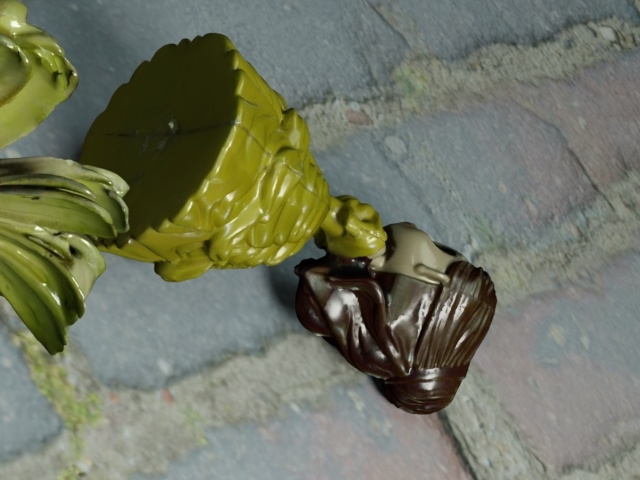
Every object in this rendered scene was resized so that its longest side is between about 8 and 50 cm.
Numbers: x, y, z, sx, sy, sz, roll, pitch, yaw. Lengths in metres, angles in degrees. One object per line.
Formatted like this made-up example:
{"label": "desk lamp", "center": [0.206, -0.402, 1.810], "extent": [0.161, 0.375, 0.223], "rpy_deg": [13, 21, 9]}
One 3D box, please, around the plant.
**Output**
{"label": "plant", "center": [-0.269, -0.058, 1.056], "extent": [0.306, 0.297, 0.261], "rpy_deg": [65, 4, -52]}

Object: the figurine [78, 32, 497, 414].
{"label": "figurine", "center": [0.001, -0.004, 1.338], "extent": [0.315, 0.187, 0.168], "rpy_deg": [29, 47, -33]}
